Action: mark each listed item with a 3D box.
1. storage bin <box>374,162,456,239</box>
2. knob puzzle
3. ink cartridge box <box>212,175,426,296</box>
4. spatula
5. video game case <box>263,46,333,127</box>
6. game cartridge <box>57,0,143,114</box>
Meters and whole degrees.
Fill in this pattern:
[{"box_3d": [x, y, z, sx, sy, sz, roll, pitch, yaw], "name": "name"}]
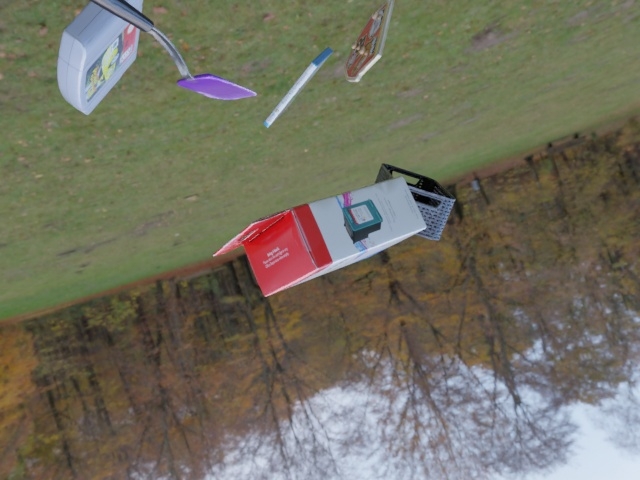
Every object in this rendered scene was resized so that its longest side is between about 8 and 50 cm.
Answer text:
[{"box_3d": [0.170, -0.078, 1.109, 0.122, 0.084, 0.180, 16, -164, -8], "name": "storage bin"}, {"box_3d": [0.097, -0.455, 1.347, 0.030, 0.213, 0.213, 21, 164, -20], "name": "knob puzzle"}, {"box_3d": [0.000, 0.000, 0.714, 0.231, 0.078, 0.134, -19, 173, -36], "name": "ink cartridge box"}, {"box_3d": [-0.207, -0.255, 0.749, 0.084, 0.030, 0.296, 2, 159, 39], "name": "spatula"}, {"box_3d": [-0.044, -0.305, 1.147, 0.166, 0.015, 0.119, -44, -169, 34], "name": "video game case"}, {"box_3d": [-0.422, -0.357, 1.105, 0.196, 0.060, 0.294, -55, -170, -21], "name": "game cartridge"}]
